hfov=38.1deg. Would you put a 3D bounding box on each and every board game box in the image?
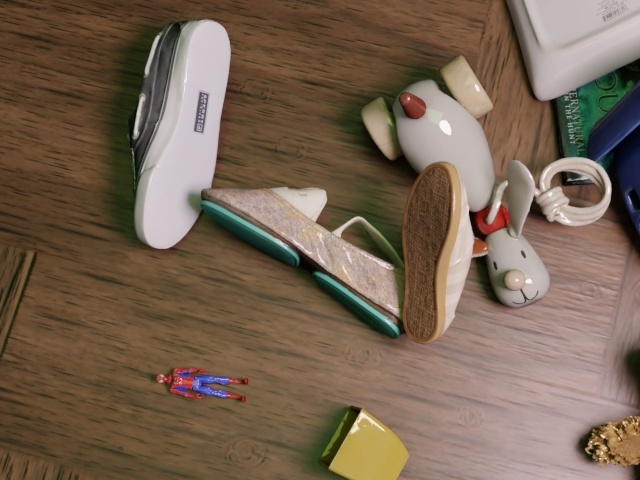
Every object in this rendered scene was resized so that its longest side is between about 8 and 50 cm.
[{"bbox_3d":[0.376,-0.168,1.234,0.126,0.026,0.186,-4,77,0],"label":"board game box"}]

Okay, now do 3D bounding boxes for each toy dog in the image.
[{"bbox_3d":[0.177,-0.079,1.134,0.333,0.161,0.220,42,106,13],"label":"toy dog"}]

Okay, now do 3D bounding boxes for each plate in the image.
[{"bbox_3d":[0.358,-0.358,1.191,0.277,0.045,0.278,-23,73,31],"label":"plate"}]

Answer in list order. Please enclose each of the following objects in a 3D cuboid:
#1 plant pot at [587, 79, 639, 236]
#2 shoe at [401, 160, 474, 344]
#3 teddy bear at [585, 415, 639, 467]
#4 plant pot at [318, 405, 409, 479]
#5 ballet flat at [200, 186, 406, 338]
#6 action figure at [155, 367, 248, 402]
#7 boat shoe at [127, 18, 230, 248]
[{"bbox_3d":[0.477,-0.127,1.102,0.236,0.236,0.212,-35,79,-17],"label":"plant pot"},{"bbox_3d":[0.139,0.013,1.093,0.076,0.058,0.219,19,111,42],"label":"shoe"},{"bbox_3d":[0.449,0.278,1.092,0.245,0.113,0.338,-14,78,20],"label":"teddy bear"},{"bbox_3d":[0.058,0.256,1.116,0.083,0.081,0.081,32,79,-3],"label":"plant pot"},{"bbox_3d":[0.000,0.000,1.169,0.316,0.107,0.106,34,76,-2],"label":"ballet flat"},{"bbox_3d":[-0.150,0.180,1.162,0.115,0.030,0.038,6,82,4],"label":"action figure"},{"bbox_3d":[-0.202,-0.141,1.206,0.102,0.108,0.301,10,89,36],"label":"boat shoe"}]
